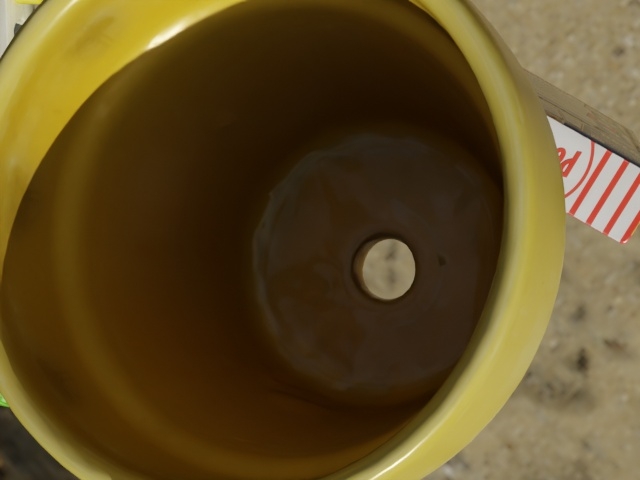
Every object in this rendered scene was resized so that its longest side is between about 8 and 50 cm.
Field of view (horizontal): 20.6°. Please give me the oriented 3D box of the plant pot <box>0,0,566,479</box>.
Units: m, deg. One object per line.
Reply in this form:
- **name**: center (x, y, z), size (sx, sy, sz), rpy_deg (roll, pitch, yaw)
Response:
- **plant pot**: center (0.000, 0.000, 0.814), size (0.254, 0.254, 0.239), rpy_deg (42, -172, 19)

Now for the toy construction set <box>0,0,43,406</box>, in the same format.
- **toy construction set**: center (-0.219, -0.014, 1.187), size (0.151, 0.327, 0.215), rpy_deg (19, 172, 24)

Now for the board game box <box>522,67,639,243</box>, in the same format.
- **board game box**: center (0.122, -0.070, 1.048), size (0.147, 0.045, 0.193), rpy_deg (30, -167, -1)
